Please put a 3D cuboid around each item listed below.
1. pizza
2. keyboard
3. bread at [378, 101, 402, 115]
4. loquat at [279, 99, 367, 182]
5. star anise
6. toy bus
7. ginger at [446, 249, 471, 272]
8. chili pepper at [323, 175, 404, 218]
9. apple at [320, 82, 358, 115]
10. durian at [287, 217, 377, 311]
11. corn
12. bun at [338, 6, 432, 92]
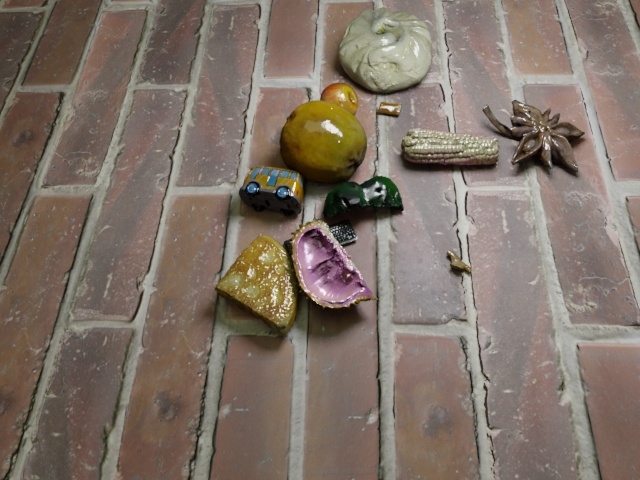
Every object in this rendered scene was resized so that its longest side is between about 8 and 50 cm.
[{"bbox_3d":[-0.144,0.128,1.610,0.268,0.087,0.258,29,63,18],"label":"pizza"},{"bbox_3d":[0.000,0.000,1.705,0.230,0.025,0.094,-20,59,-7],"label":"keyboard"},{"bbox_3d":[0.257,-0.487,1.953,0.083,0.036,0.047,12,70,9],"label":"bread"},{"bbox_3d":[0.007,-0.327,1.761,0.284,0.276,0.276,28,66,15],"label":"loquat"},{"bbox_3d":[0.737,-0.360,1.808,0.349,0.109,0.292,4,53,-5],"label":"star anise"},{"bbox_3d":[-0.155,-0.173,1.750,0.209,0.126,0.136,9,65,12],"label":"toy bus"},{"bbox_3d":[0.420,0.072,1.630,0.048,0.030,0.097,-23,60,-41],"label":"ginger"},{"bbox_3d":[0.130,-0.147,1.724,0.264,0.116,0.148,-14,58,-4],"label":"chili pepper"},{"bbox_3d":[0.071,-0.501,1.910,0.146,0.146,0.146,-2,61,3],"label":"apple"},{"bbox_3d":[0.004,0.094,1.597,0.191,0.112,0.341,-31,67,-10],"label":"durian"},{"bbox_3d":[0.443,-0.310,1.799,0.335,0.126,0.127,7,61,4],"label":"corn"},{"bbox_3d":[0.244,-0.735,1.993,0.359,0.211,0.360,-1,60,2],"label":"bun"}]
